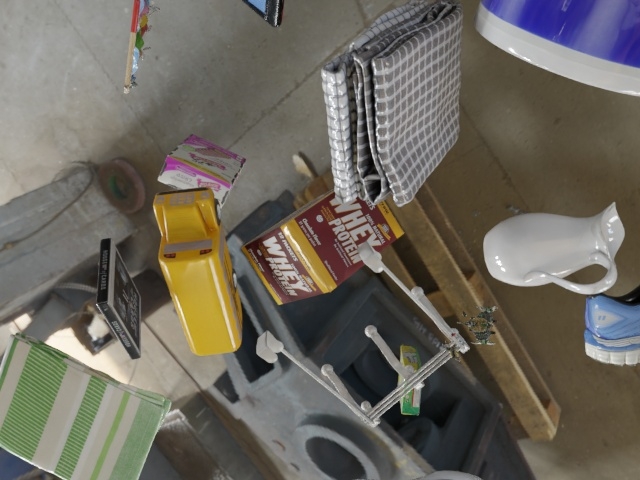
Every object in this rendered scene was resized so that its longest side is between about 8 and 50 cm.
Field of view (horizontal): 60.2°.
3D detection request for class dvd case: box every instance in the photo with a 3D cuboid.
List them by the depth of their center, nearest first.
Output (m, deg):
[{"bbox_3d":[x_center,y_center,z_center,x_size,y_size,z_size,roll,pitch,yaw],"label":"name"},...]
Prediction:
[{"bbox_3d":[-0.455,0.137,1.262,0.030,0.179,0.238,-11,140,-6],"label":"dvd case"}]

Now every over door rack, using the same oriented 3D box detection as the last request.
[{"bbox_3d":[0.078,0.160,0.940,0.239,0.108,0.324,-43,124,7],"label":"over door rack"}]

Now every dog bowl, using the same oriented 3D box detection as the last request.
[{"bbox_3d":[0.333,-0.280,0.678,0.265,0.265,0.104,28,127,17],"label":"dog bowl"}]

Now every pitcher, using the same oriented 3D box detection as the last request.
[{"bbox_3d":[0.380,0.026,0.914,0.207,0.177,0.125,-11,123,37],"label":"pitcher"}]

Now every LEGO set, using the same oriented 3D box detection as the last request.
[{"bbox_3d":[0.190,0.113,0.684,0.083,0.023,0.054,-33,56,21],"label":"LEGO set"}]

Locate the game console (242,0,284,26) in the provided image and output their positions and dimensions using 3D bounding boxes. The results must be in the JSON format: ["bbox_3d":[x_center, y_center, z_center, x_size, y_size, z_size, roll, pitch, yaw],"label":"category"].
[{"bbox_3d":[-0.118,-0.378,0.768,0.144,0.085,0.124,49,145,31],"label":"game console"}]

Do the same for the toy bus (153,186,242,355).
[{"bbox_3d":[-0.227,0.064,1.048,0.108,0.130,0.332,-6,131,0],"label":"toy bus"}]

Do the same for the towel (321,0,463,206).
[{"bbox_3d":[0.125,-0.208,0.826,0.122,0.283,0.234,17,134,28],"label":"towel"}]

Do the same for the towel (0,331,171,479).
[{"bbox_3d":[-0.475,0.341,1.060,0.325,0.038,0.247,25,101,0],"label":"towel"}]

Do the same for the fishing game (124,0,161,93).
[{"bbox_3d":[-0.280,-0.338,0.879,0.041,0.264,0.189,9,123,-19],"label":"fishing game"}]

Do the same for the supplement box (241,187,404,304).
[{"bbox_3d":[0.000,0.000,0.972,0.129,0.191,0.194,58,149,-6],"label":"supplement box"}]

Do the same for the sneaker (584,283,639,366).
[{"bbox_3d":[0.580,0.102,0.852,0.331,0.130,0.147,-9,87,10],"label":"sneaker"}]

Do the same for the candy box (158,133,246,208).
[{"bbox_3d":[-0.281,-0.176,1.348,0.159,0.233,0.071,24,112,-9],"label":"candy box"}]

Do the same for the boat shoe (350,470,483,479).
[{"bbox_3d":[0.139,0.389,0.787,0.227,0.075,0.083,-3,111,-6],"label":"boat shoe"}]

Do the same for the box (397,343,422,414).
[{"bbox_3d":[0.202,0.311,1.263,0.043,0.179,0.105,4,100,2],"label":"box"}]
